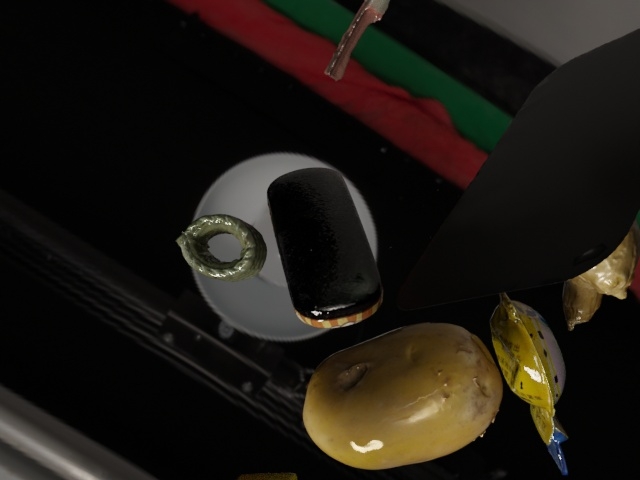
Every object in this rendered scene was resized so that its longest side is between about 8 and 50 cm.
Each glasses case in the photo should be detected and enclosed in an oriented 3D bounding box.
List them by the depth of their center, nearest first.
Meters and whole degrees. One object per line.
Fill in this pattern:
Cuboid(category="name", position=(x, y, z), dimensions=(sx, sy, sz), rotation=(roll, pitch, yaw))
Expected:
Cuboid(category="glasses case", position=(0.000, 0.000, 1.161), dimensions=(0.122, 0.082, 0.321), rotation=(-11, -141, -5))

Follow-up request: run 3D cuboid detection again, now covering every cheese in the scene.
Cuboid(category="cheese", position=(0.257, 0.167, 0.987), dimensions=(0.064, 0.250, 0.156), rotation=(-19, -157, 3))

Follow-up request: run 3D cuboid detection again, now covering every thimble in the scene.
Cuboid(category="thimble", position=(-0.128, 0.009, 1.071), dimensions=(0.110, 0.084, 0.062), rotation=(8, 175, 17))

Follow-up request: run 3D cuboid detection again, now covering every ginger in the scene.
Cuboid(category="ginger", position=(0.299, 0.029, 0.906), dimensions=(0.086, 0.294, 0.131), rotation=(-18, -118, 5))

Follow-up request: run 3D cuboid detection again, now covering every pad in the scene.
Cuboid(category="pad", position=(0.219, -0.059, 0.762), dimensions=(0.063, 0.315, 0.375), rotation=(48, -121, -17))

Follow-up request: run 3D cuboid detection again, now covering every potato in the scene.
Cuboid(category="potato", position=(0.092, 0.183, 0.945), dimensions=(0.146, 0.234, 0.150), rotation=(67, -162, -6))

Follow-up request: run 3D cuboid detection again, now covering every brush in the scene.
Cuboid(category="brush", position=(0.090, -0.317, 0.946), dimensions=(0.084, 0.301, 0.071), rotation=(16, -157, -47))

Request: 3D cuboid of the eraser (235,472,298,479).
Cuboid(category="eraser", position=(-0.059, 0.359, 1.038), dimensions=(0.045, 0.097, 0.122), rotation=(-25, -82, -54))
